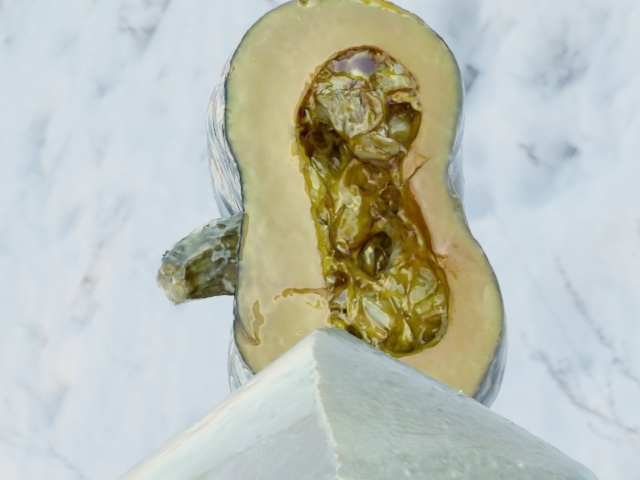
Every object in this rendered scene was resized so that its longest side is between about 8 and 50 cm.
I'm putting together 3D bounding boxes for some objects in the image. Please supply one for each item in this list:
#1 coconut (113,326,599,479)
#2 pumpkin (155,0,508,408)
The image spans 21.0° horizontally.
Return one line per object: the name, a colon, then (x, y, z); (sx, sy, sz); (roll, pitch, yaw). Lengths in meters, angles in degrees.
coconut: (0.016, 0.168, 0.729); (0.244, 0.239, 0.239); (-35, 33, 14)
pumpkin: (0.000, 0.000, 1.156); (0.139, 0.221, 0.317); (90, 173, -76)
